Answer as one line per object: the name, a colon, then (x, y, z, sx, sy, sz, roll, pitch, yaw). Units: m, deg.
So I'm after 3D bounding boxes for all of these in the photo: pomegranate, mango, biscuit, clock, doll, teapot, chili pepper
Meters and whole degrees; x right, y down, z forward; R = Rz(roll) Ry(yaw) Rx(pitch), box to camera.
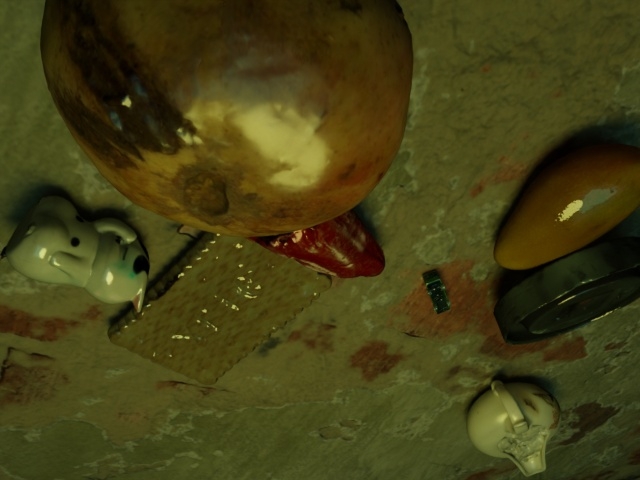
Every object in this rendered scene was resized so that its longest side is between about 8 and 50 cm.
pomegranate: (-0.077, -0.149, 0.456, 0.322, 0.322, 0.322, -5, 128, -7)
mango: (0.357, -0.045, 0.726, 0.139, 0.113, 0.253, 22, 128, -33)
biscuit: (-0.161, 0.103, 0.784, 0.217, 0.044, 0.325, 35, 114, -30)
clock: (0.425, 0.090, 0.818, 0.281, 0.055, 0.280, -15, 150, -9)
doll: (-0.309, 0.018, 0.650, 0.181, 0.110, 0.107, 24, 121, -29)
teapot: (0.418, 0.395, 1.063, 0.204, 0.139, 0.298, -27, 128, 13)
chili pepper: (0.000, 0.000, 0.684, 0.144, 0.136, 0.253, -31, 143, 14)

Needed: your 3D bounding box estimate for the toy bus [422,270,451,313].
toy bus: (0.200, 0.090, 0.847, 0.031, 0.037, 0.083, -22, 127, 8)
